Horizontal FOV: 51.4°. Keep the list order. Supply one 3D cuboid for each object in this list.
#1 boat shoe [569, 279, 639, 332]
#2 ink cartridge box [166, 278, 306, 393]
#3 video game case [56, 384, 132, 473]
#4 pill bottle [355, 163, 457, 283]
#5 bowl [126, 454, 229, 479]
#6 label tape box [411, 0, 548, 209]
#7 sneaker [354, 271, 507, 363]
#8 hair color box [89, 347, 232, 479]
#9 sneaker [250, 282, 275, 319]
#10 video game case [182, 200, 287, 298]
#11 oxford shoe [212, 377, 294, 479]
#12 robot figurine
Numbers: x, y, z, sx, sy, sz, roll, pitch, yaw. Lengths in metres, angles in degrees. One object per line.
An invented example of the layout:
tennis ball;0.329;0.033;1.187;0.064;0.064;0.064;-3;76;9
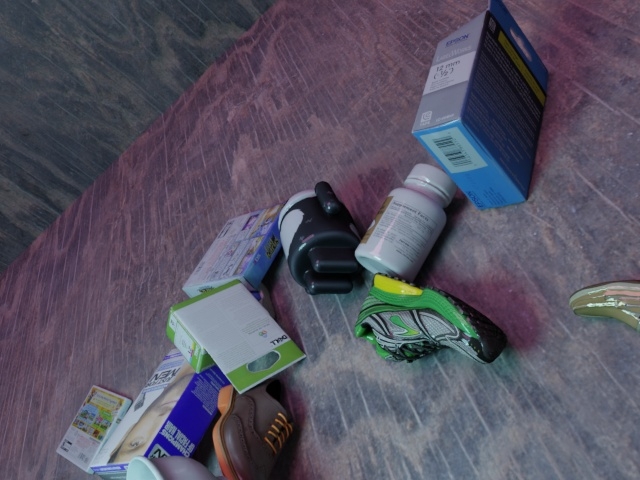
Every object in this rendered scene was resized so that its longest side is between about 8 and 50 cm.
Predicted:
boat shoe;0.456;0.098;0.961;0.190;0.068;0.072;-15;58;40
ink cartridge box;-0.188;0.226;1.451;0.255;0.188;0.097;45;137;26
video game case;-0.624;0.513;1.828;0.227;0.026;0.206;-1;57;50
pill bottle;0.178;-0.034;1.340;0.131;0.131;0.229;14;68;53
bowl;-0.200;0.471;1.072;0.298;0.134;0.298;24;120;51
label tape box;0.324;-0.274;1.296;0.115;0.249;0.348;-12;49;42
sneaker;0.186;0.162;1.169;0.343;0.134;0.146;11;73;62
hair color box;-0.332;0.382;1.470;0.185;0.110;0.339;-19;30;37
sneaker;-0.161;0.167;1.596;0.084;0.058;0.152;-37;31;9
video game case;-0.206;0.030;1.739;0.244;0.061;0.269;-14;36;42
oxford shoe;-0.119;0.367;1.257;0.132;0.130;0.364;-22;23;0
robot figurine;-0.003;0.002;1.473;0.209;0.173;0.278;-40;36;15
